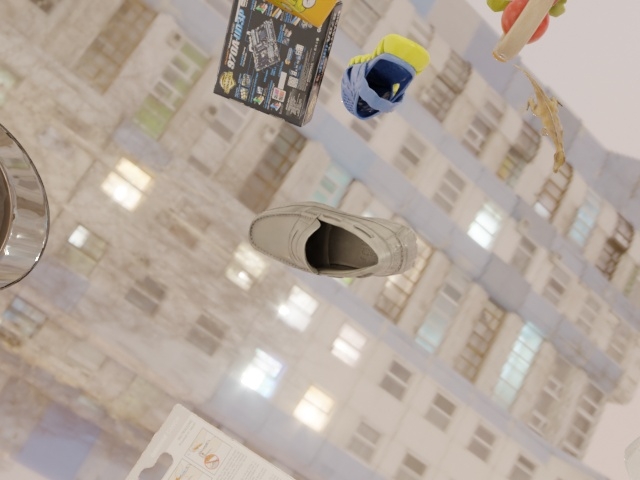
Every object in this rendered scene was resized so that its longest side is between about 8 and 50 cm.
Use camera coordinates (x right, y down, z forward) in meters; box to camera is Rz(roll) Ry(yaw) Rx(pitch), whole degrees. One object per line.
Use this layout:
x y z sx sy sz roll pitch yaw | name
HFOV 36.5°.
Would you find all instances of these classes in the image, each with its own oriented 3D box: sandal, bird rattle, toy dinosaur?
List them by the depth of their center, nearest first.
0.342 -0.197 1.466 0.053 0.183 0.092 -22 -166 12 | toy dinosaur
0.369 -0.394 1.630 0.207 0.143 0.253 -61 -170 -3 | bird rattle
0.100 -0.298 1.920 0.138 0.126 0.317 -62 -174 -13 | sandal

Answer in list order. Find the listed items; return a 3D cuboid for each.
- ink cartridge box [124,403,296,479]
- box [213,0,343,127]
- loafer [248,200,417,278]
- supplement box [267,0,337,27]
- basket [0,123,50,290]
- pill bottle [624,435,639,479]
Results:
-0.119 0.322 1.101 0.181 0.224 0.056 -56 174 -21 | ink cartridge box
-0.074 -0.323 1.635 0.051 0.175 0.220 -46 155 -60 | box
0.000 0.000 1.526 0.319 0.111 0.112 4 -78 39 | loafer
-0.101 -0.457 1.201 0.195 0.356 0.194 38 -86 39 | supplement box
-0.298 -0.031 0.742 0.154 0.204 0.227 -44 -164 -8 | basket
0.440 0.172 0.926 0.278 0.162 0.162 -46 -155 24 | pill bottle
